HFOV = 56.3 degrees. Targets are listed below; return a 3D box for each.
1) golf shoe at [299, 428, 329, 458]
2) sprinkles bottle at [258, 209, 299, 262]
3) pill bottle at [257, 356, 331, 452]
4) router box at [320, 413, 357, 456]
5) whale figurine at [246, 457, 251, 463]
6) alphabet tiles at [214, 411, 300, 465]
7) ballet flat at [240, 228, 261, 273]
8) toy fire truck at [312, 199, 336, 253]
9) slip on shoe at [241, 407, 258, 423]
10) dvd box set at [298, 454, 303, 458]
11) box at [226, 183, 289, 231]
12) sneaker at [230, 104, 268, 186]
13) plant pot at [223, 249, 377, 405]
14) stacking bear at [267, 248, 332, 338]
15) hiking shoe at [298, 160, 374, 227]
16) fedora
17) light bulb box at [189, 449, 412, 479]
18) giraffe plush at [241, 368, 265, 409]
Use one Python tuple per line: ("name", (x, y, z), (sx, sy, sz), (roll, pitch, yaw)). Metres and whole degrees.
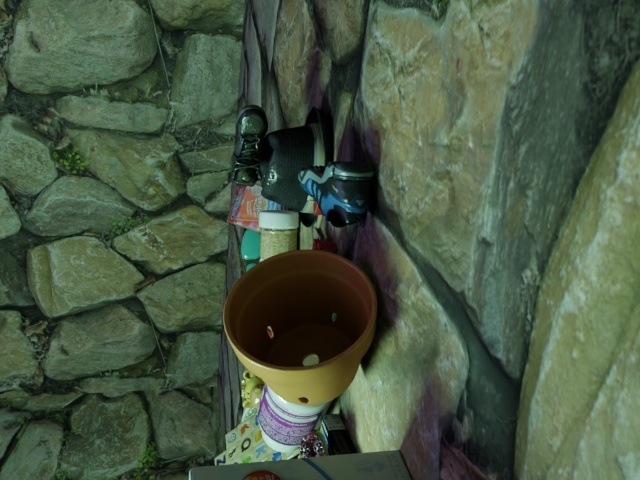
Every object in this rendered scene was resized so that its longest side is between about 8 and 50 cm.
("golf shoe", (-0.002, 0.499, 1.274), (0.086, 0.067, 0.186), (28, -121, -77))
("sprinkles bottle", (-0.128, 0.087, 1.813), (0.121, 0.121, 0.355), (-160, 71, -74))
("pill bottle", (-0.066, 0.402, 1.471), (0.301, 0.169, 0.169), (107, 158, -46))
("router box", (0.039, 0.487, 1.311), (0.179, 0.046, 0.133), (-130, 42, -67))
("whale figurine", (-0.167, 0.766, 1.973), (0.272, 0.141, 0.216), (62, -142, -73))
("alphabet tiles", (-0.202, 0.668, 1.860), (0.342, 0.011, 0.285), (-39, 36, 16))
("ballet flat", (-0.278, 0.086, 2.445), (0.096, 0.095, 0.280), (113, 156, -83))
("toy fire truck", (0.000, 0.000, 1.472), (0.192, 0.047, 0.135), (110, 156, -54))
("slip on shoe", (-0.205, 0.551, 2.109), (0.101, 0.123, 0.331), (-113, 32, -72))
("dvd box set", (-0.005, 0.783, 1.438), (0.420, 0.062, 0.308), (-113, 27, -55))
("box", (-0.210, -0.104, 2.016), (0.300, 0.154, 0.142), (-168, 96, -74))
("sneaker", (-0.177, -0.223, 1.500), (0.227, 0.087, 0.130), (113, 152, -44))
("plant pot", (-0.028, 0.190, 1.188), (0.291, 0.290, 0.203), (-105, 4, -46))
("stacking bear", (-0.044, 0.127, 1.410), (0.289, 0.164, 0.175), (-49, 7, 48))
("hiking shoe", (0.020, -0.094, 1.270), (0.304, 0.113, 0.132), (-171, 83, -75))
("fedora", (-0.081, -0.193, 1.581), (0.334, 0.152, 0.334), (-179, 90, -75))
("light bulb box", (-0.013, 0.532, 0.891), (0.358, 0.361, 0.225), (-117, 31, -60))
("giraffe plush", (-0.145, 0.439, 1.763), (0.210, 0.170, 0.181), (154, 116, -74))
